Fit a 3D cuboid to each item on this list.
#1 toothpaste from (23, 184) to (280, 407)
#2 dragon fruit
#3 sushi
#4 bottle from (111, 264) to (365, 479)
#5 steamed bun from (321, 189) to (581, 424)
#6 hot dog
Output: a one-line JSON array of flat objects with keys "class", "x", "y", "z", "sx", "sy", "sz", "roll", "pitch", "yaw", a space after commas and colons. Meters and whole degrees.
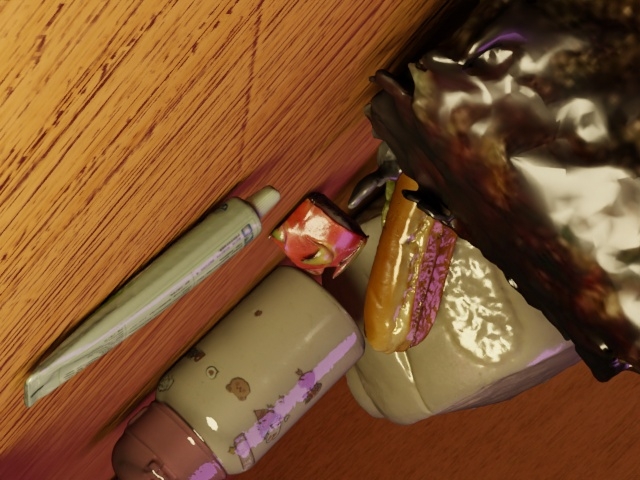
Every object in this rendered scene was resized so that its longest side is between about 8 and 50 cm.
[{"class": "toothpaste", "x": -0.097, "y": 0.028, "z": 0.943, "sx": 0.197, "sy": 0.029, "sz": 0.048, "roll": -40, "pitch": 169, "yaw": -22}, {"class": "dragon fruit", "x": 0.000, "y": 0.000, "z": 1.248, "sx": 0.056, "sy": 0.060, "sz": 0.083, "roll": -49, "pitch": 175, "yaw": 5}, {"class": "sushi", "x": 0.206, "y": -0.074, "z": 1.056, "sx": 0.281, "sy": 0.294, "sz": 0.299, "roll": -47, "pitch": 176, "yaw": -19}, {"class": "bottle", "x": -0.076, "y": 0.135, "z": 1.377, "sx": 0.233, "sy": 0.110, "sz": 0.110, "roll": -44, "pitch": 174, "yaw": -14}, {"class": "steamed bun", "x": 0.122, "y": 0.055, "z": 1.612, "sx": 0.236, "sy": 0.247, "sz": 0.383, "roll": -26, "pitch": 177, "yaw": 9}, {"class": "hot dog", "x": 0.084, "y": -0.017, "z": 1.375, "sx": 0.092, "sy": 0.062, "sz": 0.236, "roll": -5, "pitch": 112, "yaw": -65}]
